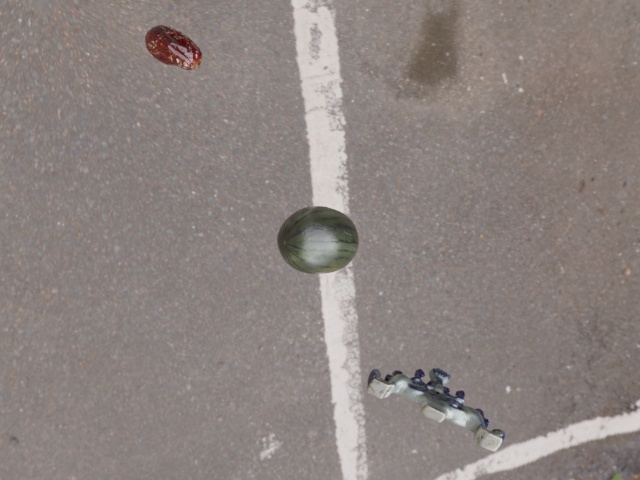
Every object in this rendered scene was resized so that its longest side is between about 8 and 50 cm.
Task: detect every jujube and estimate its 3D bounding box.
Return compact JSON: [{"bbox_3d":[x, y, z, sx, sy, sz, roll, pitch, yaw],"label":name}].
[{"bbox_3d":[-0.303,-0.395,1.102,0.077,0.129,0.077,-51,164,-21],"label":"jujube"}]

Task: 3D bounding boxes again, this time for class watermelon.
[{"bbox_3d":[0.000,0.000,0.596,0.110,0.078,0.078,4,114,-56],"label":"watermelon"}]

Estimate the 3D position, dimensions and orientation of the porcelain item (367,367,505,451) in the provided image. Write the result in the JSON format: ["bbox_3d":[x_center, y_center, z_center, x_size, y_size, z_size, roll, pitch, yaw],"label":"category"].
[{"bbox_3d":[0.115,0.150,0.526,0.136,0.075,0.021,24,114,8],"label":"porcelain item"}]
